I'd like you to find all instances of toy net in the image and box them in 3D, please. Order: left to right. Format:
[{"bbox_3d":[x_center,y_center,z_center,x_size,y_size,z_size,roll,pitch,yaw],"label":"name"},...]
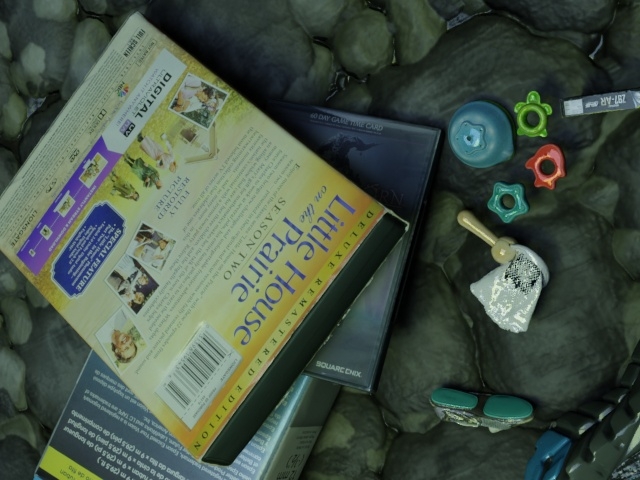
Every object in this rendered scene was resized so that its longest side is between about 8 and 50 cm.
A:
[{"bbox_3d":[0.194,-0.027,1.259,0.122,0.045,0.232,-8,97,28],"label":"toy net"}]

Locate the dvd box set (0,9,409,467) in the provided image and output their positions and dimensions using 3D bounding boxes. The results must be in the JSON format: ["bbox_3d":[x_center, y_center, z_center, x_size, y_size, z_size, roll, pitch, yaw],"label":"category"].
[{"bbox_3d":[-0.147,-0.015,1.330,0.420,0.062,0.307,39,97,33],"label":"dvd box set"}]

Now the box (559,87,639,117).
[{"bbox_3d":[0.271,-0.129,1.181,0.083,0.067,0.018,-5,96,29],"label":"box"}]

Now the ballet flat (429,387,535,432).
[{"bbox_3d":[0.169,0.178,1.319,0.114,0.041,0.041,7,103,28],"label":"ballet flat"}]

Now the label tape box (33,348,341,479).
[{"bbox_3d":[-0.151,0.219,1.404,0.249,0.115,0.347,26,95,22],"label":"label tape box"}]

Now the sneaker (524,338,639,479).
[{"bbox_3d":[0.346,0.155,1.187,0.140,0.125,0.341,37,116,-12],"label":"sneaker"}]

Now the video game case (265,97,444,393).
[{"bbox_3d":[0.000,0.000,1.312,0.196,0.026,0.274,13,83,21],"label":"video game case"}]
